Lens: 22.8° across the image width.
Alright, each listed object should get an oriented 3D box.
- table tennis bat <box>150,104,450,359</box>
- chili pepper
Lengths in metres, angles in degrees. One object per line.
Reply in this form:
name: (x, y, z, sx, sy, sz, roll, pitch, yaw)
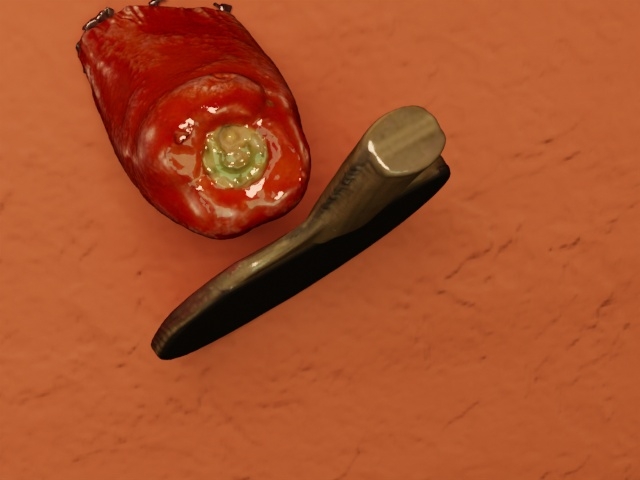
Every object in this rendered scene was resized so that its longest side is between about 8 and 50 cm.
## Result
table tennis bat: (0.000, 0.000, 0.628, 0.138, 0.246, 0.022, -31, 83, -18)
chili pepper: (-0.050, -0.049, 0.625, 0.073, 0.123, 0.070, 25, 107, -32)
